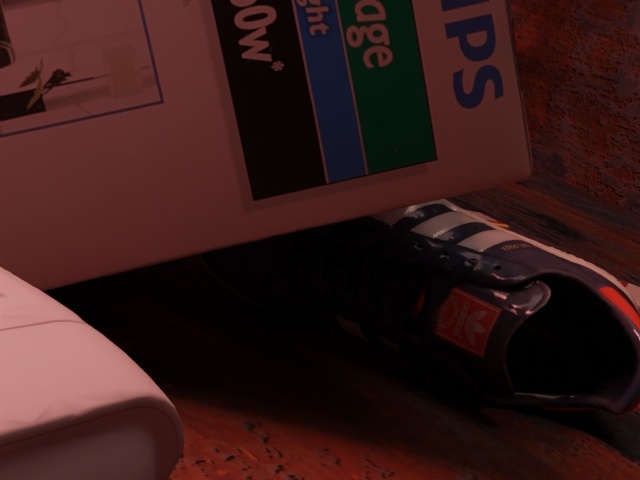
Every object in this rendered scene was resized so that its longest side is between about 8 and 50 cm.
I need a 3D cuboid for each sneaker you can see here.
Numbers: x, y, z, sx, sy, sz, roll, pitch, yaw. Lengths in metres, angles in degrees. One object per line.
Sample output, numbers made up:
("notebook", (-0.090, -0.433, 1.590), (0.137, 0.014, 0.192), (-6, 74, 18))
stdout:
("sneaker", (0.080, 0.036, 0.827), (0.350, 0.131, 0.148), (15, 15, -7))

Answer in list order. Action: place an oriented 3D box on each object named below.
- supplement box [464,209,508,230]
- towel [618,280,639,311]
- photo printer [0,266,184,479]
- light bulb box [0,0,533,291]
("supplement box", (0.140, 0.014, 1.139), (0.055, 0.083, 0.043), (10, 14, -40))
("towel", (0.460, 0.130, 1.246), (0.329, 0.037, 0.237), (21, 13, 17))
("photo printer", (-0.204, 0.050, 0.339), (0.256, 0.107, 0.307), (24, 11, 21))
("light bulb box", (-0.096, -0.141, 0.764), (0.361, 0.225, 0.358), (-13, 17, -5))
